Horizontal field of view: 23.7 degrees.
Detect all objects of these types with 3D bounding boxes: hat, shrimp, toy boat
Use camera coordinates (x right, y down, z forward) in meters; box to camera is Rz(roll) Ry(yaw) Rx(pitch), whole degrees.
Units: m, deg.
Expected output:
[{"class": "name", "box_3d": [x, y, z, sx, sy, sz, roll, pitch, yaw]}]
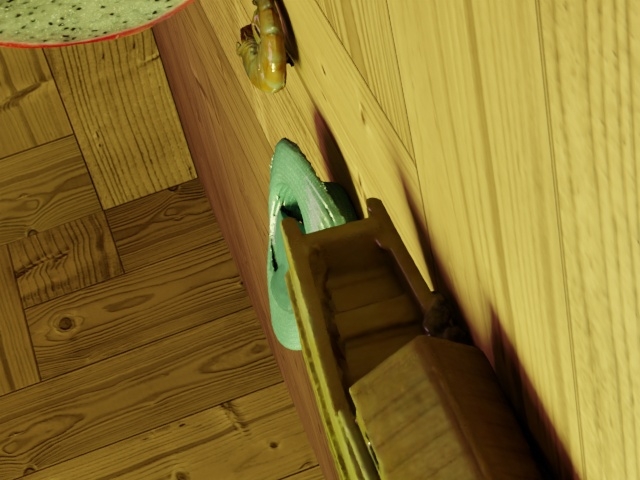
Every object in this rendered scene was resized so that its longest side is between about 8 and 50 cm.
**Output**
[{"class": "hat", "box_3d": [0.000, 0.000, 1.345, 0.138, 0.078, 0.191, -134, 43, -56]}, {"class": "shrimp", "box_3d": [-0.057, -0.189, 1.368, 0.162, 0.045, 0.095, -118, 11, -64]}, {"class": "toy boat", "box_3d": [0.073, 0.157, 0.930, 0.162, 0.136, 0.445, 86, 164, -51]}]

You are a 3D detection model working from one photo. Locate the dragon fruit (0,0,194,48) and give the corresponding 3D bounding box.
[{"class": "dragon fruit", "box_3d": [-0.225, -0.328, 1.351, 0.305, 0.305, 0.226, 90, 166, -72]}]
